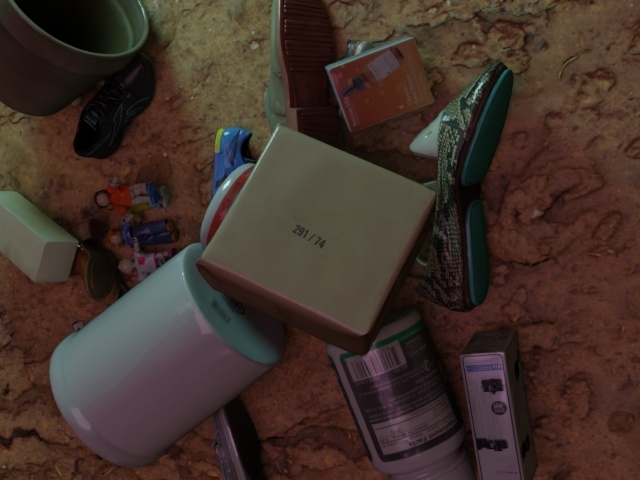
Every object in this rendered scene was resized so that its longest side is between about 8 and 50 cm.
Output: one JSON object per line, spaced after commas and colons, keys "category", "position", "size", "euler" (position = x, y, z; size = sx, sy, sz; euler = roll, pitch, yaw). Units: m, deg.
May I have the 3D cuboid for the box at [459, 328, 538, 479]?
{"category": "box", "position": [0.347, 0.333, 1.800], "size": [0.087, 0.169, 0.290], "euler": [-8, 98, 21]}

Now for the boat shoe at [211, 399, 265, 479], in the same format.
{"category": "boat shoe", "position": [-0.189, 0.504, 2.056], "size": [0.103, 0.118, 0.320], "euler": [-11, 103, 17]}

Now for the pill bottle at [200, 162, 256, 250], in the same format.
{"category": "pill bottle", "position": [-0.038, 0.013, 1.855], "size": [0.363, 0.210, 0.210], "euler": [28, 108, 13]}

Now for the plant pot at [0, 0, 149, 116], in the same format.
{"category": "plant pot", "position": [-0.562, -0.413, 1.936], "size": [0.323, 0.323, 0.280], "euler": [50, 127, 5]}

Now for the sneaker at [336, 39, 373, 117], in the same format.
{"category": "sneaker", "position": [0.057, -0.323, 1.849], "size": [0.065, 0.061, 0.158], "euler": [27, 105, 36]}

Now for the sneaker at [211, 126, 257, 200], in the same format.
{"category": "sneaker", "position": [-0.179, -0.132, 1.956], "size": [0.082, 0.069, 0.209], "euler": [7, 102, 15]}

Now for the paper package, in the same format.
{"category": "paper package", "position": [0.000, 0.000, 1.658], "size": [0.325, 0.168, 0.309], "euler": [25, 73, 11]}

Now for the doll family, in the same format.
{"category": "doll family", "position": [-0.402, -0.037, 2.046], "size": [0.163, 0.118, 0.263], "euler": [-6, 116, 15]}

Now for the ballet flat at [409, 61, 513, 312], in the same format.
{"category": "ballet flat", "position": [0.244, -0.101, 1.770], "size": [0.182, 0.164, 0.482], "euler": [12, 108, 28]}

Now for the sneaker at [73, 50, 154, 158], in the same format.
{"category": "sneaker", "position": [-0.445, -0.285, 2.004], "size": [0.101, 0.106, 0.267], "euler": [35, 108, 12]}

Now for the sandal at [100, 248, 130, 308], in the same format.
{"category": "sandal", "position": [-0.477, 0.106, 2.118], "size": [0.072, 0.049, 0.180], "euler": [-20, 92, 21]}

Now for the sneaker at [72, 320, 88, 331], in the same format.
{"category": "sneaker", "position": [-0.549, 0.215, 2.172], "size": [0.083, 0.037, 0.032], "euler": [30, 110, 14]}

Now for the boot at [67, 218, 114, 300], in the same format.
{"category": "boot", "position": [-0.539, 0.061, 2.097], "size": [0.152, 0.073, 0.197], "euler": [-26, 62, 36]}

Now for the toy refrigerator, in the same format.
{"category": "toy refrigerator", "position": [-0.660, -0.012, 2.097], "size": [0.269, 0.094, 0.102], "euler": [32, 110, 36]}

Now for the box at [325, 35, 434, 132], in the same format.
{"category": "box", "position": [0.111, -0.297, 1.768], "size": [0.170, 0.091, 0.130], "euler": [-21, 104, 1]}

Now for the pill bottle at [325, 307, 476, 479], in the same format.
{"category": "pill bottle", "position": [0.164, 0.333, 1.846], "size": [0.204, 0.204, 0.361], "euler": [-20, 93, 22]}

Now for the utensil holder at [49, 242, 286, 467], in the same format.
{"category": "utensil holder", "position": [-0.310, 0.233, 1.942], "size": [0.385, 0.327, 0.327], "euler": [-38, 86, 19]}

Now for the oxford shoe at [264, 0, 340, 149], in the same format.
{"category": "oxford shoe", "position": [-0.064, -0.328, 1.843], "size": [0.146, 0.140, 0.397], "euler": [-7, 84, 50]}
